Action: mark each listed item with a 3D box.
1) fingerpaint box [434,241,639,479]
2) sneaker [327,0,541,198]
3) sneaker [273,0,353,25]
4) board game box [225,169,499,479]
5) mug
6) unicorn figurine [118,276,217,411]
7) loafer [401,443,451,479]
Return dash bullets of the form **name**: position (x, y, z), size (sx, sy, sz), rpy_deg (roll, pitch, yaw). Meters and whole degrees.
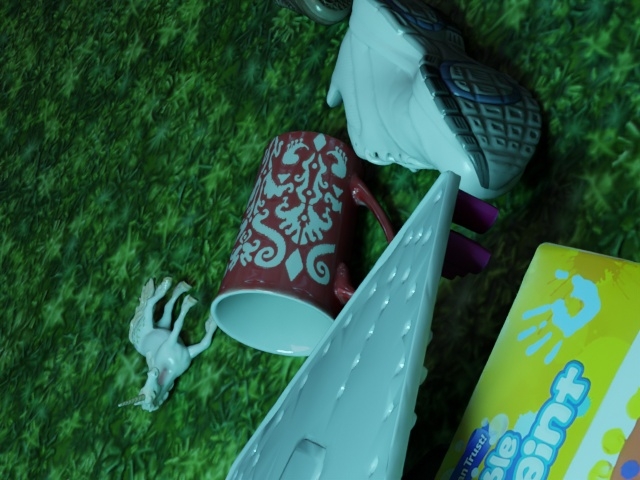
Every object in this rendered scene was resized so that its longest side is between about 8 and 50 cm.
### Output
- **fingerpaint box**: position (0.201, 0.254, 0.929), size (0.371, 0.163, 0.444), rpy_deg (13, 75, 54)
- **sneaker**: position (0.089, -0.104, 1.412), size (0.129, 0.111, 0.297), rpy_deg (-66, 27, 22)
- **sneaker**: position (-0.013, -0.250, 1.677), size (0.071, 0.066, 0.188), rpy_deg (-62, 25, 29)
- **board game box**: position (-0.008, 0.199, 1.156), size (0.390, 0.050, 0.390), rpy_deg (-56, 11, 39)
- **mug**: position (-0.003, 0.004, 1.455), size (0.113, 0.150, 0.169), rpy_deg (104, 179, -60)
- **unicorn figurine**: position (-0.147, 0.098, 1.598), size (0.111, 0.060, 0.162), rpy_deg (-59, 18, 4)
- **loafer**: position (0.039, 0.242, 1.223), size (0.223, 0.078, 0.076), rpy_deg (-57, 35, 5)
